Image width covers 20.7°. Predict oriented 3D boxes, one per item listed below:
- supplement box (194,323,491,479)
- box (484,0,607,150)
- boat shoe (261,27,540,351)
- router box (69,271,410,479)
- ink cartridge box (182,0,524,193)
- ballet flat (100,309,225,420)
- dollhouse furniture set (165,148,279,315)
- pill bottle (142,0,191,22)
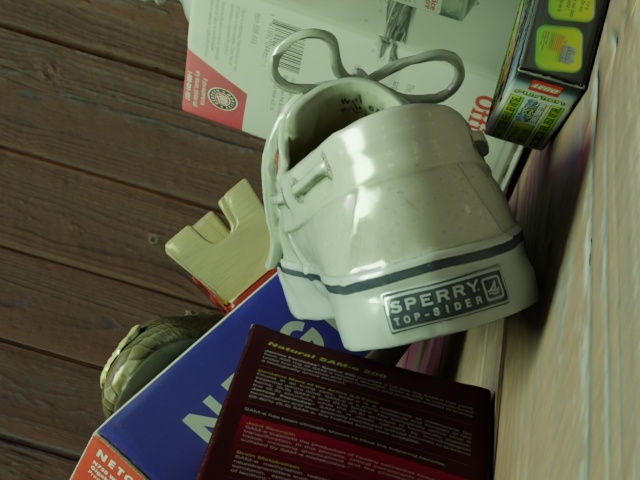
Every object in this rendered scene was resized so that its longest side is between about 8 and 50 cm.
[{"bbox_3d":[0.006,0.127,0.793,0.239,0.130,0.073,-70,-4,-69],"label":"supplement box"},{"bbox_3d":[0.138,-0.162,0.943,0.114,0.036,0.207,105,-179,-76],"label":"box"},{"bbox_3d":[0.024,-0.039,0.938,0.367,0.135,0.156,-107,2,-87],"label":"boat shoe"},{"bbox_3d":[-0.061,0.141,1.194,0.335,0.082,0.301,-41,-12,-42],"label":"router box"},{"bbox_3d":[0.033,-0.118,1.097,0.158,0.217,0.092,105,-174,-63],"label":"ink cartridge box"},{"bbox_3d":[-0.104,0.078,1.186,0.084,0.058,0.250,-51,-9,9],"label":"ballet flat"},{"bbox_3d":[0.000,0.000,1.416,0.201,0.152,0.374,-41,2,-4],"label":"dollhouse furniture set"},{"bbox_3d":[0.001,-0.253,1.524,0.204,0.361,0.204,16,-90,-90],"label":"pill bottle"}]
